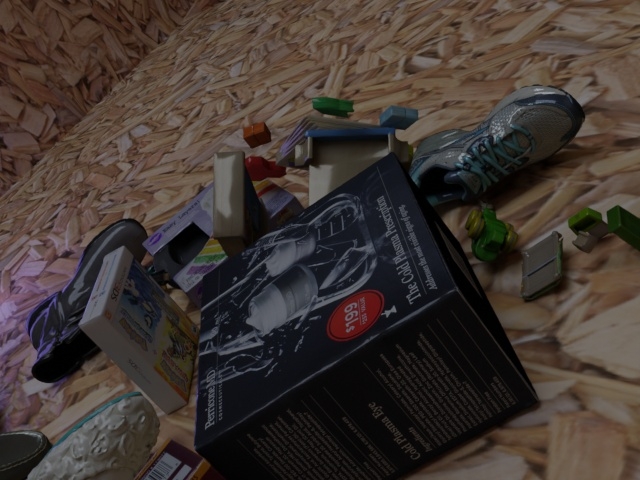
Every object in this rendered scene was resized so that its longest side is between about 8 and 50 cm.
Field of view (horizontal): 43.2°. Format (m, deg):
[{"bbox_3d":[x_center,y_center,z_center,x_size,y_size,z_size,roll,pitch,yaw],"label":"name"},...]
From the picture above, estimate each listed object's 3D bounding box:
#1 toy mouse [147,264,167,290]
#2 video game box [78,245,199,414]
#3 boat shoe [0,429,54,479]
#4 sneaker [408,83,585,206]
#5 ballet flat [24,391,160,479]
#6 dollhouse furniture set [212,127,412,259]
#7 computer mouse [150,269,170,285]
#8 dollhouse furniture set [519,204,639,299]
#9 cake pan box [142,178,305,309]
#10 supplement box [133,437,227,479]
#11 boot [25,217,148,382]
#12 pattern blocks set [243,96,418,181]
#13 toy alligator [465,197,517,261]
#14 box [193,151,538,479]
[{"bbox_3d":[-0.297,0.059,1.592,0.161,0.031,0.143,-22,31,29],"label":"toy mouse"},{"bbox_3d":[-0.271,0.135,1.247,0.048,0.205,0.187,-28,29,17],"label":"video game box"},{"bbox_3d":[-0.580,0.356,1.277,0.305,0.091,0.109,-12,33,-15],"label":"boat shoe"},{"bbox_3d":[0.235,-0.110,1.120,0.283,0.110,0.122,-26,24,44],"label":"sneaker"},{"bbox_3d":[-0.357,0.382,1.087,0.409,0.147,0.147,-41,26,2],"label":"ballet flat"},{"bbox_3d":[0.000,0.000,1.257,0.303,0.198,0.286,-3,71,5],"label":"dollhouse furniture set"},{"bbox_3d":[-0.330,0.125,1.401,0.106,0.042,0.193,-18,-37,-52],"label":"computer mouse"},{"bbox_3d":[0.300,0.018,0.924,0.152,0.059,0.076,-41,27,41],"label":"dollhouse furniture set"},{"bbox_3d":[-0.183,-0.012,1.487,0.267,0.070,0.246,-42,34,-8],"label":"cake pan box"},{"bbox_3d":[-0.109,0.299,0.802,0.104,0.188,0.081,-50,30,-22],"label":"supplement box"},{"bbox_3d":[-0.444,0.122,1.611,0.338,0.118,0.223,-52,30,-2],"label":"boot"},{"bbox_3d":[0.013,-0.149,1.318,0.325,0.286,0.026,124,146,-70],"label":"pattern blocks set"},{"bbox_3d":[0.214,-0.009,1.050,0.189,0.056,0.051,-71,4,-73],"label":"toy alligator"},{"bbox_3d":[0.030,0.105,0.949,0.312,0.179,0.343,-34,27,11],"label":"box"}]
